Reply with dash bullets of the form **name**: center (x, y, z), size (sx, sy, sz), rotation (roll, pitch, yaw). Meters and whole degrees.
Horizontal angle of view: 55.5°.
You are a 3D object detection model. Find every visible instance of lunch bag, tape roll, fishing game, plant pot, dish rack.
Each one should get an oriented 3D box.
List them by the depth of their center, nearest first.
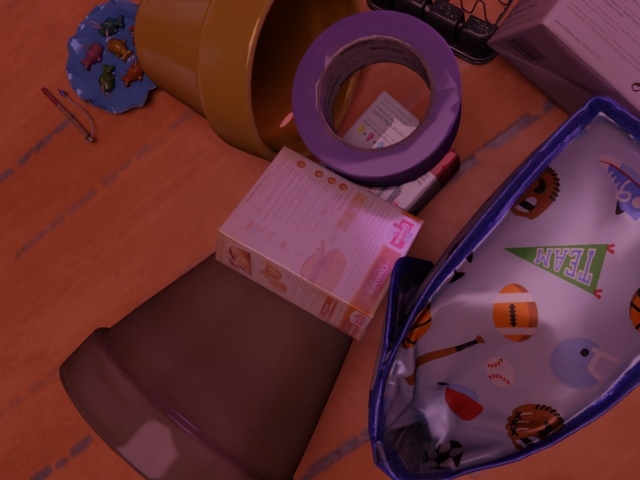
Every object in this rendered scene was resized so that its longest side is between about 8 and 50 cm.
- **lunch bag**: center (0.214, 0.076, 0.669), size (0.239, 0.328, 0.385), rotation (42, 99, 15)
- **tape roll**: center (0.067, -0.159, 0.705), size (0.189, 0.080, 0.188), rotation (-1, 87, 12)
- **plant pot**: center (-0.104, 0.149, 0.772), size (0.323, 0.323, 0.280), rotation (38, 81, 11)
- **plant pot**: center (-0.106, -0.253, 0.804), size (0.239, 0.254, 0.254), rotation (22, 94, 27)
- **dish rack**: center (0.207, -0.403, 0.816), size (0.208, 0.074, 0.271), rotation (33, 94, 10)
- **fishing game**: center (-0.322, -0.289, 0.948), size (0.189, 0.041, 0.264), rotation (45, 98, 13)

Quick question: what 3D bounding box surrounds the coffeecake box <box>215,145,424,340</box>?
- **coffeecake box**: center (0.000, 0.000, 0.683), size (0.186, 0.068, 0.142), rotation (29, 58, 7)

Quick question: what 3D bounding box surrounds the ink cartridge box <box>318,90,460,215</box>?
- **ink cartridge box**: center (0.077, -0.078, 0.805), size (0.128, 0.127, 0.176), rotation (43, 98, 10)

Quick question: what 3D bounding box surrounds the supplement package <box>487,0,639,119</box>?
- **supplement package**: center (0.372, -0.302, 0.698), size (0.175, 0.177, 0.293), rotation (37, 96, -10)
